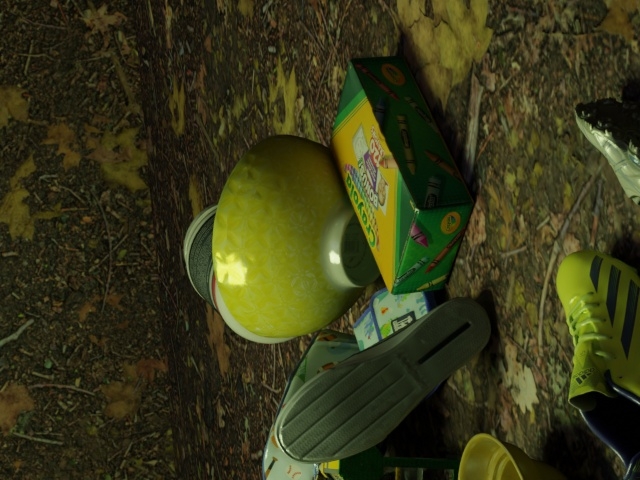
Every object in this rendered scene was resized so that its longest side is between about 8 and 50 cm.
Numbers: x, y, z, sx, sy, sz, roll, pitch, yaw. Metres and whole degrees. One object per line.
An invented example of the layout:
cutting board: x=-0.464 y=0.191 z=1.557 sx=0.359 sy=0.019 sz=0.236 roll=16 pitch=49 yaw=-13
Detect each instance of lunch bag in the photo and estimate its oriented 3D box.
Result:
lunch bag: x=0.018 y=0.281 z=2.142 sx=0.303 sy=0.115 sz=0.243 roll=-57 pitch=-32 yaw=-51
lunch bag: x=0.115 y=0.132 z=2.047 sx=0.151 sy=0.096 sz=0.128 roll=-50 pitch=45 yaw=47

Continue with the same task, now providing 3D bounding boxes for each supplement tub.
supplement tub: x=-0.110 y=0.043 z=2.527 sx=0.272 sy=0.191 sz=0.191 roll=-143 pitch=49 yaw=-65

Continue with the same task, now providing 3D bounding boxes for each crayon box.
crayon box: x=0.100 y=-0.088 z=2.018 sx=0.165 sy=0.081 sz=0.278 roll=104 pitch=153 yaw=-46

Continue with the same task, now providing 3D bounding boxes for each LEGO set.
LEGO set: x=0.083 y=0.397 z=1.983 sx=0.192 sy=0.255 sz=0.331 roll=162 pitch=103 yaw=-69

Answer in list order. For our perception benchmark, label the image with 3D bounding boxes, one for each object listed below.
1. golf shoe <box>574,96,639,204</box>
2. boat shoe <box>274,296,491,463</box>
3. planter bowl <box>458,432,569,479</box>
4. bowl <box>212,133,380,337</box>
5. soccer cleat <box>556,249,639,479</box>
golf shoe: x=0.292 y=-0.076 z=1.470 sx=0.176 sy=0.069 sz=0.086 roll=-124 pitch=26 yaw=-56
boat shoe: x=0.078 y=0.176 z=1.891 sx=0.109 sy=0.302 sz=0.094 roll=58 pitch=171 yaw=4
planter bowl: x=0.237 y=0.317 z=1.731 sx=0.217 sy=0.090 sz=0.217 roll=173 pitch=90 yaw=-73
bowl: x=0.000 y=0.000 z=2.153 sx=0.156 sy=0.289 sz=0.289 roll=6 pitch=104 yaw=38
soccer cleat: x=0.280 y=0.113 z=1.478 sx=0.289 sy=0.121 sz=0.093 roll=-114 pitch=24 yaw=-42
